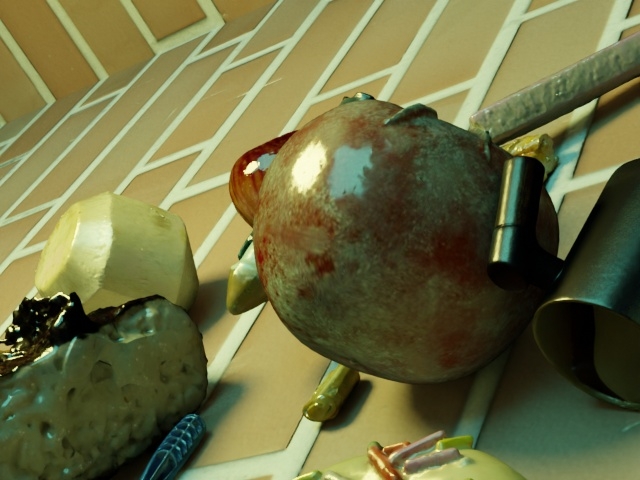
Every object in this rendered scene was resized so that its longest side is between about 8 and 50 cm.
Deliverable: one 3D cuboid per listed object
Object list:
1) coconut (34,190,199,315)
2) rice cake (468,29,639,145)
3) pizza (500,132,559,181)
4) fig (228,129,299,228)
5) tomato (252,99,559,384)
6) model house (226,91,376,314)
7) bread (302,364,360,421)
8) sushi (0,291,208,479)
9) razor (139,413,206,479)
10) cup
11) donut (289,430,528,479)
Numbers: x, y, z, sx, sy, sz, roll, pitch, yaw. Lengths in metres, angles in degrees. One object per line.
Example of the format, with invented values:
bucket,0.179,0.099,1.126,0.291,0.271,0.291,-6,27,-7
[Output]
coconut,-0.286,0.048,1.880,0.241,0.241,0.241,-27,22,12
rice cake,0.347,-0.210,1.712,0.365,0.056,0.073,-26,-11,1
pizza,0.205,-0.067,1.650,0.182,0.062,0.161,-18,26,29
fig,-0.026,-0.048,1.841,0.175,0.207,0.175,-25,-22,-10
tomato,0.085,-0.002,1.327,0.316,0.316,0.283,6,73,58
model house,0.000,0.000,1.573,0.291,0.184,0.253,-48,-1,-20
bread,0.015,0.169,1.437,0.049,0.034,0.088,-33,12,41
sushi,-0.312,0.177,1.579,0.348,0.234,0.207,-26,14,-33
razor,-0.204,0.289,1.466,0.082,0.042,0.253,24,45,13
cup,0.264,0.031,1.181,0.239,0.166,0.177,22,57,29
donut,0.023,0.292,0.998,0.371,0.150,0.307,-38,22,-12
